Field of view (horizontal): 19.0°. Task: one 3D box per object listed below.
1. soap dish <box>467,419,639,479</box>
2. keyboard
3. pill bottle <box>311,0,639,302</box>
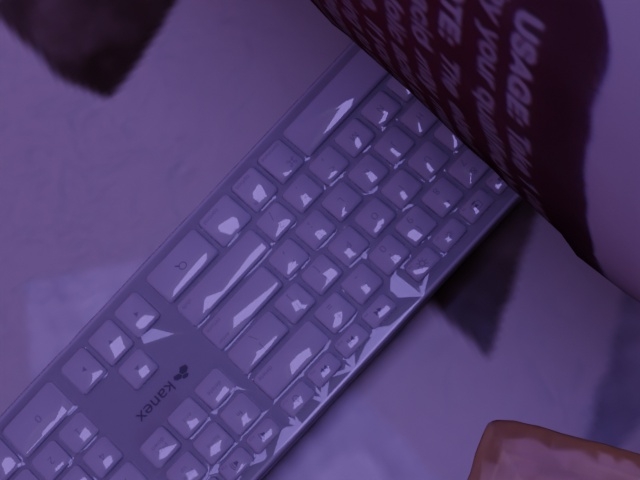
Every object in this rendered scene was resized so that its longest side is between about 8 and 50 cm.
[{"bbox_3d":[0.105,0.208,0.395,0.229,0.118,0.291,14,76,17],"label":"soap dish"},{"bbox_3d":[0.000,0.000,0.543,0.072,0.014,0.256,42,85,21],"label":"keyboard"},{"bbox_3d":[0.090,-0.119,0.427,0.224,0.224,0.392,-43,62,-3],"label":"pill bottle"}]
